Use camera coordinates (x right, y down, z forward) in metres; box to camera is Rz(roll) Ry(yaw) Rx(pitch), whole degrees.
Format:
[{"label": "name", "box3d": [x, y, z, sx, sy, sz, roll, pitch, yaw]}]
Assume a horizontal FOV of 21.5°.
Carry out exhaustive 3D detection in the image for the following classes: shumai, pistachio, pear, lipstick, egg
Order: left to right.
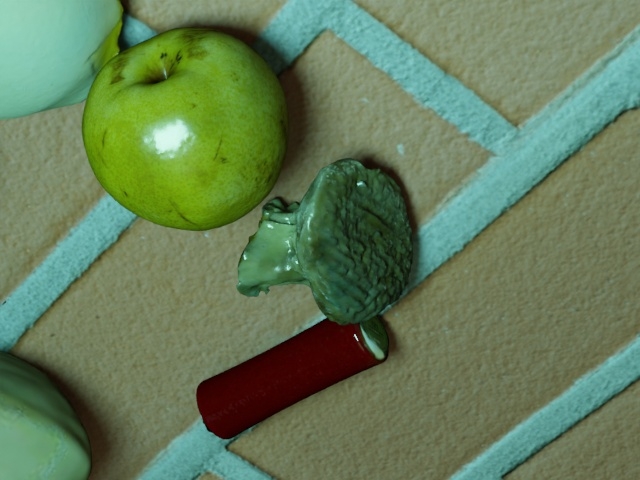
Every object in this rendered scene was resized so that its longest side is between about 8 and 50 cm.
[{"label": "pistachio", "box3d": [-0.467, 0.259, 1.976, 0.445, 0.281, 0.365, -4, 137, 26]}, {"label": "egg", "box3d": [-0.341, -0.210, 1.646, 0.264, 0.174, 0.286, -11, 130, 18]}, {"label": "pear", "box3d": [-0.132, -0.105, 1.695, 0.209, 0.209, 0.209, 2, 128, 3]}, {"label": "lipstick", "box3d": [-0.034, 0.153, 1.961, 0.241, 0.080, 0.080, -28, 121, 25]}, {"label": "shumai", "box3d": [0.000, 0.000, 1.814, 0.153, 0.161, 0.209, 2, 155, 31]}]
